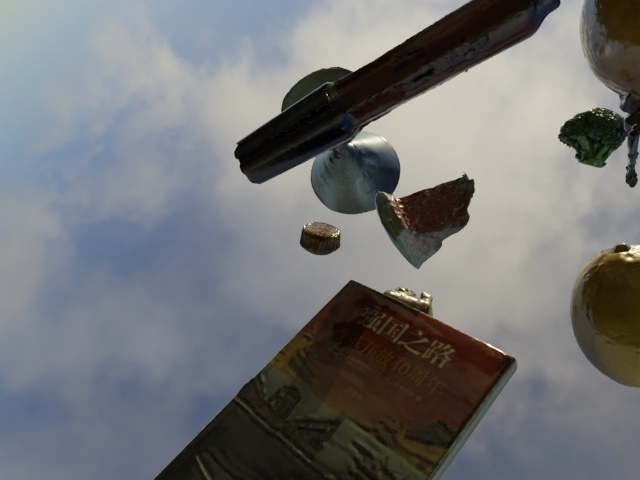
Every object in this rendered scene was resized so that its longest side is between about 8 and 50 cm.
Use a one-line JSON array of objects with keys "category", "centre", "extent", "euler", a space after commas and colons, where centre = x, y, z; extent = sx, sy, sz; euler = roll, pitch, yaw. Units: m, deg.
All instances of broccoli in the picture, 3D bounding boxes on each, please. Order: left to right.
[{"category": "broccoli", "centre": [0.743, -0.285, 1.386], "extent": [0.195, 0.195, 0.157], "euler": [34, -60, 50]}]

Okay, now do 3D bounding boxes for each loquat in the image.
[{"category": "loquat", "centre": [0.618, -0.356, 0.874], "extent": [0.328, 0.360, 0.328], "euler": [4, -152, -2]}]

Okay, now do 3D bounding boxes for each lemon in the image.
[{"category": "lemon", "centre": [0.595, 0.142, 0.954], "extent": [0.236, 0.263, 0.236], "euler": [-38, -165, 12]}]

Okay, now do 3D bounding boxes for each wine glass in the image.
[{"category": "wine glass", "centre": [0.056, -0.240, 1.292], "extent": [0.266, 0.406, 0.268], "euler": [-3, -103, 13]}]

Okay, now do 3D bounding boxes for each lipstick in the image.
[{"category": "lipstick", "centre": [0.071, -0.185, 0.615], "extent": [0.418, 0.077, 0.077], "euler": [-25, -137, 24]}]

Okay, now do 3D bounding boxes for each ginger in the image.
[{"category": "ginger", "centre": [0.224, 0.190, 1.430], "extent": [0.213, 0.074, 0.138], "euler": [6, -136, -10]}]

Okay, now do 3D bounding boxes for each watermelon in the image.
[{"category": "watermelon", "centre": [0.171, -0.023, 0.802], "extent": [0.158, 0.121, 0.098], "euler": [-16, -124, -6]}]

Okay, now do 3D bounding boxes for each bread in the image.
[{"category": "bread", "centre": [0.000, 0.000, 1.027], "extent": [0.085, 0.084, 0.053], "euler": [42, -48, 51]}]

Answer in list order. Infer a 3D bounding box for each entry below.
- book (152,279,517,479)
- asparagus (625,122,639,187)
[{"category": "book", "centre": [0.011, 0.214, 0.581], "extent": [0.262, 0.028, 0.374], "euler": [22, -124, 43]}, {"category": "asparagus", "centre": [0.501, -0.129, 0.812], "extent": [0.022, 0.232, 0.023], "euler": [-17, -112, 26]}]
